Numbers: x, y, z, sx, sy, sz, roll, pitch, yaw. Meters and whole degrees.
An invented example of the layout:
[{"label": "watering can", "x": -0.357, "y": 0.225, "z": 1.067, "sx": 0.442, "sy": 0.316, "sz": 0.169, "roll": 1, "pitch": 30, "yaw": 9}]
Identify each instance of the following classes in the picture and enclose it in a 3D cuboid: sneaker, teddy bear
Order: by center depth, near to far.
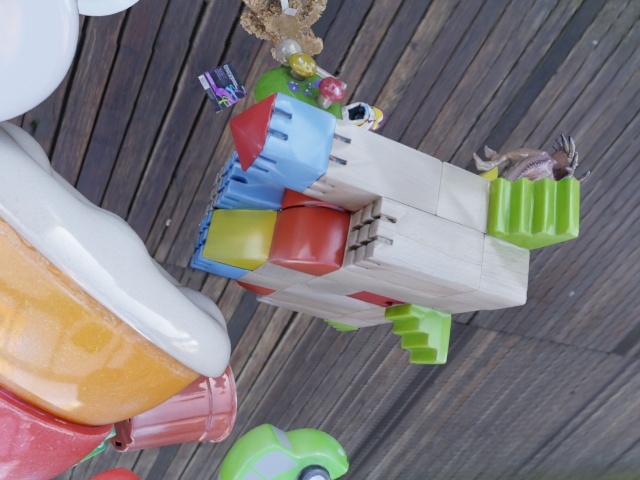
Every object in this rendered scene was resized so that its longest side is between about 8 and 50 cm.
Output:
[{"label": "sneaker", "x": 0.110, "y": -0.311, "z": 1.325, "sx": 0.186, "sy": 0.069, "sz": 0.084, "roll": -19, "pitch": 178, "yaw": -36}, {"label": "teddy bear", "x": -0.111, "y": -0.656, "z": 1.498, "sx": 0.245, "sy": 0.113, "sz": 0.338, "roll": -38, "pitch": 149, "yaw": 21}]

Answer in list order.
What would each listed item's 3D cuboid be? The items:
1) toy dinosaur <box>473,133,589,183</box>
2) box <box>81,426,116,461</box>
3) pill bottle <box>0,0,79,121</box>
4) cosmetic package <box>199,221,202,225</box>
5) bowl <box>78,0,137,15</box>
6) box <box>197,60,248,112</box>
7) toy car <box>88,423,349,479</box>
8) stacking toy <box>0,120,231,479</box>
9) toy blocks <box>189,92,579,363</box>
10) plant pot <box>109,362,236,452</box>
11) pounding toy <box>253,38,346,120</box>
[{"label": "toy dinosaur", "x": 0.422, "y": -0.140, "z": 1.043, "sx": 0.200, "sy": 0.296, "sz": 0.127, "roll": -5, "pitch": 97, "yaw": 27}, {"label": "box", "x": -0.392, "y": 0.267, "z": 0.834, "sx": 0.105, "sy": 0.043, "sz": 0.179, "roll": -15, "pitch": 97, "yaw": -57}, {"label": "pill bottle", "x": -0.280, "y": -0.221, "z": 0.412, "sx": 0.161, "sy": 0.283, "sz": 0.161, "roll": -14, "pitch": 132, "yaw": -16}, {"label": "cosmetic package", "x": -0.161, "y": -0.130, "z": 1.601, "sx": 0.385, "sy": 0.217, "sz": 0.156, "roll": -38, "pitch": 98, "yaw": 27}, {"label": "bowl", "x": -0.397, "y": -0.540, "z": 0.857, "sx": 0.298, "sy": 0.134, "sz": 0.298, "roll": -46, "pitch": 158, "yaw": -25}, {"label": "box", "x": -0.291, "y": -0.465, "z": 1.587, "sx": 0.029, "sy": 0.162, "sz": 0.116, "roll": -15, "pitch": 114, "yaw": 30}, {"label": "toy car", "x": -0.090, "y": 0.181, "z": 0.361, "sx": 0.225, "sy": 0.239, "sz": 0.053, "roll": -23, "pitch": 93, "yaw": -13}, {"label": "stacking toy", "x": -0.356, "y": 0.153, "z": 0.487, "sx": 0.480, "sy": 0.351, "sz": 0.350, "roll": -47, "pitch": 132, "yaw": -12}, {"label": "toy blocks", "x": 0.000, "y": 0.000, "z": 0.519, "sx": 0.261, "sy": 0.190, "sz": 0.381, "roll": 18, "pitch": 161, "yaw": -19}, {"label": "plant pot", "x": -0.406, "y": 0.421, "z": 1.380, "sx": 0.265, "sy": 0.272, "sz": 0.272, "roll": 1, "pitch": 127, "yaw": -41}, {"label": "pounding toy", "x": -0.016, "y": -0.301, "z": 0.996, "sx": 0.183, "sy": 0.236, "sz": 0.110, "roll": 25, "pitch": 138, "yaw": -16}]
